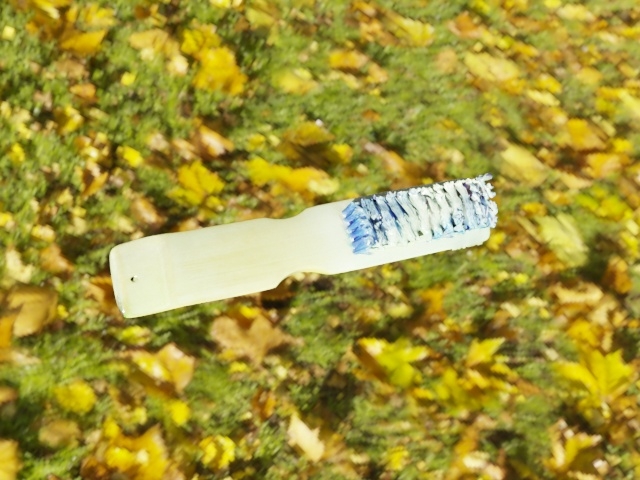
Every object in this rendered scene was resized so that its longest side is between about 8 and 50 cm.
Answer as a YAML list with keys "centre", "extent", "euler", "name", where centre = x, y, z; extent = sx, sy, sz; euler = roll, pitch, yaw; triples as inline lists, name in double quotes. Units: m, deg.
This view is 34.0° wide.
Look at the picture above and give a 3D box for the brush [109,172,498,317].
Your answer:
- centre: [0.000, 0.000, 0.451]
  extent: [0.178, 0.030, 0.033]
  euler: [-12, 87, -22]
  name: "brush"
